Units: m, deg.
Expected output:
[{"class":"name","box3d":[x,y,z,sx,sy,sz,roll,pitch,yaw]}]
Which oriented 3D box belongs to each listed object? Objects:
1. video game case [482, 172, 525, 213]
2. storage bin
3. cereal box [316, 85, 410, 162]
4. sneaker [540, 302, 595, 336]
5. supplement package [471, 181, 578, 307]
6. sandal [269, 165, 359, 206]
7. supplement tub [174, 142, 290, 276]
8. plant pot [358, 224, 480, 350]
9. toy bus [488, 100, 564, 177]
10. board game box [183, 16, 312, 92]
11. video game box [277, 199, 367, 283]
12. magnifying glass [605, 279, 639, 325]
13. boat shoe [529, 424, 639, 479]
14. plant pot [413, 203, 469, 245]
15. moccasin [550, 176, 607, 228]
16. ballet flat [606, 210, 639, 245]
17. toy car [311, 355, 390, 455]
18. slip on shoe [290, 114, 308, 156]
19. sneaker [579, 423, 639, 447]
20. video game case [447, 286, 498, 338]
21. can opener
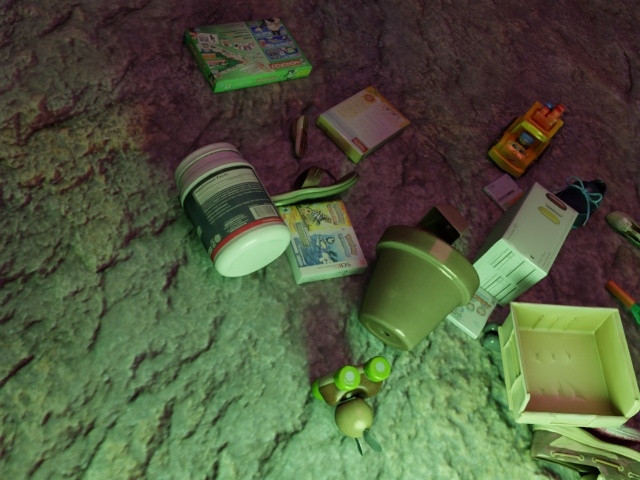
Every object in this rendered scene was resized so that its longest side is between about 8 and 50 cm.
[{"class":"video game case","box3d":[0.582,-0.120,1.971,0.119,0.015,0.166,-30,73,-34]},{"class":"storage bin","box3d":[0.576,0.293,1.538,0.263,0.123,0.260,4,55,-3]},{"class":"cereal box","box3d":[0.126,-0.344,1.913,0.173,0.047,0.240,47,55,11]},{"class":"sneaker","box3d":[0.671,0.253,1.743,0.222,0.118,0.083,37,94,31]},{"class":"supplement package","box3d":[0.536,0.010,1.753,0.145,0.204,0.262,37,54,4]},{"class":"sandal","box3d":[-0.031,-0.146,1.670,0.303,0.120,0.086,-14,93,-27]},{"class":"supplement tub","box3d":[-0.208,-0.071,1.518,0.191,0.191,0.272,-19,68,-30]},{"class":"plant pot","box3d":[0.206,0.127,1.545,0.263,0.263,0.229,36,71,3]},{"class":"toy bus","box3d":[0.652,-0.330,2.012,0.149,0.211,0.220,42,55,6]},{"class":"board game box","box3d":[-0.210,-0.549,1.912,0.317,0.046,0.213,-18,68,-30]},{"class":"video game box","box3d":[0.000,0.000,1.647,0.187,0.048,0.205,-7,62,-28]},{"class":"magnifying glass","box3d":[0.913,0.202,1.864,0.026,0.092,0.231,-29,63,-30]},{"class":"boat shoe","box3d":[0.650,0.536,1.526,0.342,0.123,0.123,26,61,1]},{"class":"plant pot","box3d":[0.337,-0.036,1.773,0.096,0.109,0.109,-25,71,-46]},{"class":"moccasin","box3d":[0.758,-0.131,1.922,0.138,0.116,0.342,43,31,12]},{"class":"ballet flat","box3d":[0.975,-0.035,2.042,0.168,0.057,0.052,35,18,2]},{"class":"toy car","box3d":[0.084,0.362,1.393,0.149,0.155,0.188,-11,73,-27]},{"class":"slip on shoe","box3d":[-0.063,-0.287,1.809,0.041,0.051,0.135,-7,63,21]},{"class":"sneaker","box3d":[0.682,0.432,1.607,0.252,0.103,0.111,24,55,-7]},{"class":"video game case","box3d":[0.373,0.159,1.709,0.157,0.019,0.143,38,54,4]},{"class":"can opener","box3d":[0.559,0.274,1.662,0.284,0.095,0.076,22,53,-7]}]
